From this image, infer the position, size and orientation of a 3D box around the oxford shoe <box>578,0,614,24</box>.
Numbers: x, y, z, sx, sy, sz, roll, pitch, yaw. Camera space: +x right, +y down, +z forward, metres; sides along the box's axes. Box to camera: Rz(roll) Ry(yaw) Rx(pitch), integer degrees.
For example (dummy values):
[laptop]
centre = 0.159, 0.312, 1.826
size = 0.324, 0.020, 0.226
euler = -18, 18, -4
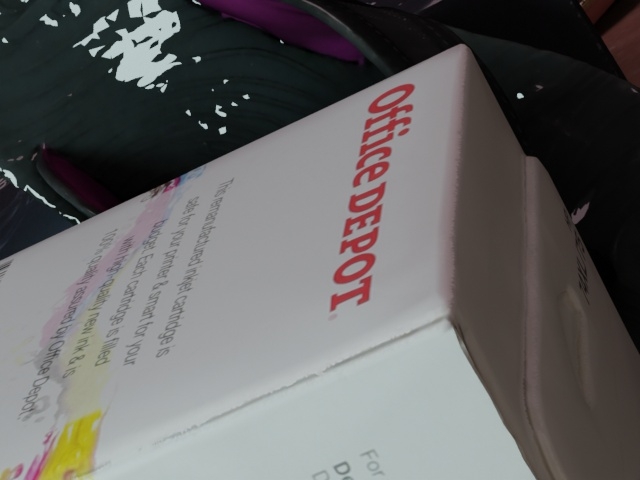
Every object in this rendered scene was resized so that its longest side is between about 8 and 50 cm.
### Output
[oxford shoe]
centre = 0.059, -0.142, 1.189
size = 0.348, 0.130, 0.123
euler = -36, 17, 0

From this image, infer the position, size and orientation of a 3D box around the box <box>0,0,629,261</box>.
[box]
centre = -0.014, -0.055, 0.950
size = 0.312, 0.179, 0.343
euler = -32, 26, 9

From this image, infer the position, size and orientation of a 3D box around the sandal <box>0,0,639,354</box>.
[sandal]
centre = -0.035, -0.039, 0.708
size = 0.167, 0.446, 0.107
euler = -64, -14, 3

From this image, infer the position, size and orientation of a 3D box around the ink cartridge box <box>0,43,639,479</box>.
[ink cartridge box]
centre = -0.031, 0.105, 0.577
size = 0.270, 0.197, 0.198
euler = -25, 20, 16
